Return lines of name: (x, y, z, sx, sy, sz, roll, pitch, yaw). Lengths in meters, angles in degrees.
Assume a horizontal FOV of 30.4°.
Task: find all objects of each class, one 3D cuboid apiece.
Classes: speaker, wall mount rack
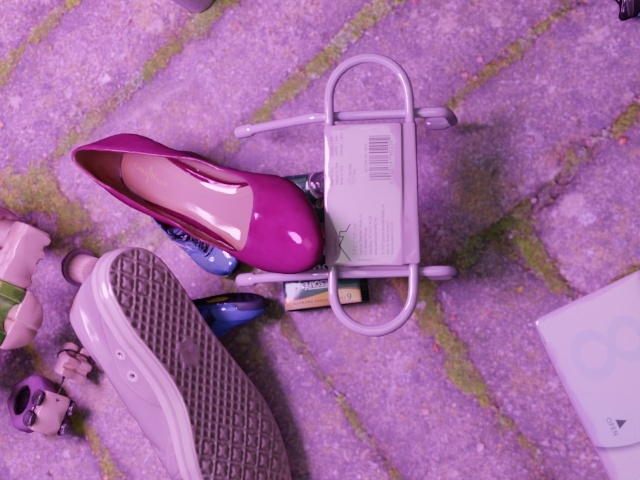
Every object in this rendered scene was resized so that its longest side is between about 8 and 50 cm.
speaker: (-0.195, -0.355, 1.619, 0.055, 0.136, 0.055, -1, 87, 18)
wall mount rack: (0.023, -0.053, 1.504, 0.304, 0.130, 0.350, -1, 86, 11)

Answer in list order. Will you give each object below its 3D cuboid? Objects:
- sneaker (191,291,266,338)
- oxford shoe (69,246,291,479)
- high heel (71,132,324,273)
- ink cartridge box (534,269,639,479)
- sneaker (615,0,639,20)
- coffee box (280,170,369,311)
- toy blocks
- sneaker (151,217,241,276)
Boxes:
sneaker: (-0.167, 0.122, 1.625, 0.209, 0.069, 0.082, -11, 95, 17)
oxford shoe: (-0.179, 0.218, 1.541, 0.130, 0.169, 0.449, -26, 96, 40)
high heel: (-0.161, -0.043, 1.492, 0.377, 0.181, 0.127, 23, 106, 47)
ink cartridge box: (0.495, 0.153, 1.401, 0.385, 0.091, 0.308, -28, 79, 15)
sneaker: (0.349, -0.357, 1.485, 0.078, 0.067, 0.188, -37, 80, 6)
coffee box: (0.000, 0.000, 1.588, 0.113, 0.040, 0.184, -6, 85, 16)
toy blocks: (-0.498, 0.085, 1.676, 0.260, 0.309, 0.289, 12, 77, 50)
sneaker: (-0.180, -0.004, 1.628, 0.162, 0.073, 0.063, 35, 97, 16)
